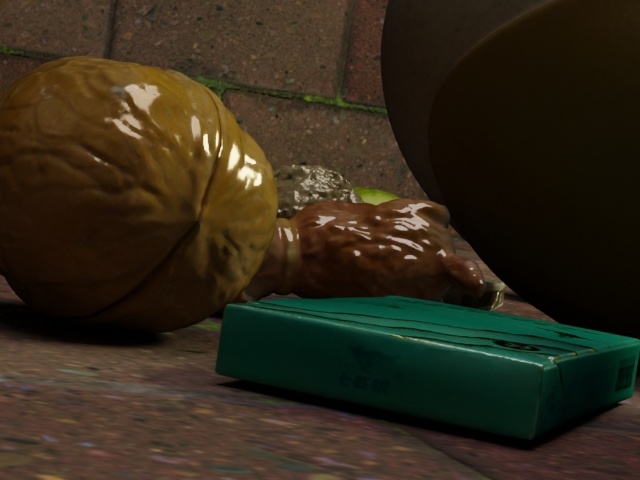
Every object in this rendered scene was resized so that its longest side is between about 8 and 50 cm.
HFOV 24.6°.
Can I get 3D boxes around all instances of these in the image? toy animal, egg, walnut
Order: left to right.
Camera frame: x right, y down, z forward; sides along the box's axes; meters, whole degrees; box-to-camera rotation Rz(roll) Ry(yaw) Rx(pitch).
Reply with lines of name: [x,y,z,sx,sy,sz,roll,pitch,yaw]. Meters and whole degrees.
walnut: [-0.120,-0.027,0.845,0.165,0.165,0.197,5,4,-44]
egg: [-0.013,-0.017,1.376,0.118,0.116,0.140,-23,14,-20]
toy animal: [-0.001,0.010,0.995,0.185,0.104,0.184,11,0,-20]

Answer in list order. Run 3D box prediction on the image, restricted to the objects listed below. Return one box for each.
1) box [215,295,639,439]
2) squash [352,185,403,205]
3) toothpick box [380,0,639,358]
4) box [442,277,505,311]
box: [0.066,0.060,0.768,0.160,0.042,0.226,8,2,22]
squash: [0.072,-0.018,1.867,0.252,0.093,0.169,6,1,-27]
toothpick box: [0.287,-0.103,1.142,0.425,0.409,0.409,42,22,32]
box: [0.086,0.045,1.292,0.109,0.029,0.198,9,4,22]
